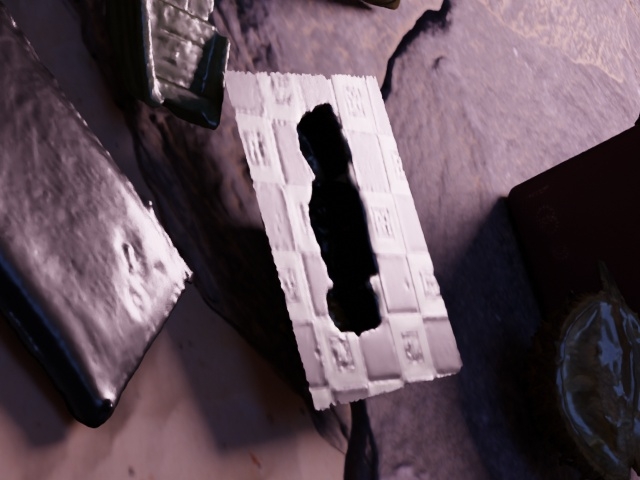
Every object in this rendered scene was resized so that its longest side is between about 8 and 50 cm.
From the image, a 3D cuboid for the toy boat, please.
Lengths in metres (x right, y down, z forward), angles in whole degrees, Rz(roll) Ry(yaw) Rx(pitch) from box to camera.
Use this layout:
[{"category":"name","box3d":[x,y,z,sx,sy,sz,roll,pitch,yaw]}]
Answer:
[{"category":"toy boat","box3d":[-0.082,-0.213,0.974,0.093,0.055,0.293,21,72,-49]}]

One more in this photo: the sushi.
[{"category":"sushi","box3d":[0.000,0.000,1.028,0.192,0.050,0.215,-7,80,-58]}]

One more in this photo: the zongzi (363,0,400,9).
[{"category":"zongzi","box3d":[0.001,-0.272,1.249,0.189,0.081,0.178,55,4,9]}]

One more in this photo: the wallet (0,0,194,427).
[{"category":"wallet","box3d":[-0.167,-0.049,0.798,0.285,0.030,0.146,56,33,-20]}]

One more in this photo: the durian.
[{"category":"durian","box3d":[0.218,0.109,1.270,0.148,0.091,0.188,7,81,-29]}]

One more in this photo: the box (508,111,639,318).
[{"category":"box","box3d":[0.297,0.041,1.391,0.193,0.167,0.294,7,63,-60]}]
